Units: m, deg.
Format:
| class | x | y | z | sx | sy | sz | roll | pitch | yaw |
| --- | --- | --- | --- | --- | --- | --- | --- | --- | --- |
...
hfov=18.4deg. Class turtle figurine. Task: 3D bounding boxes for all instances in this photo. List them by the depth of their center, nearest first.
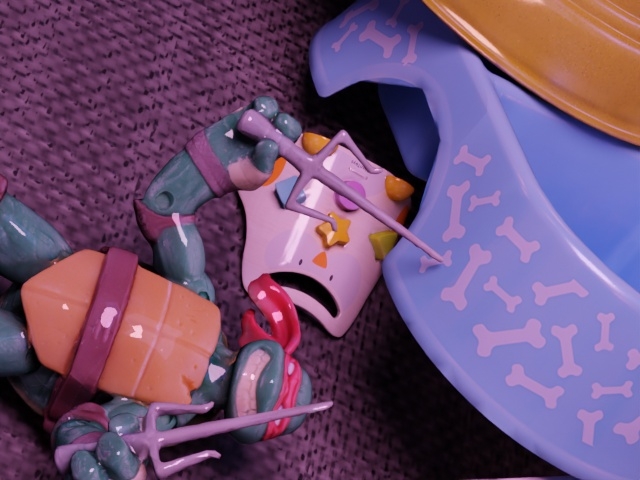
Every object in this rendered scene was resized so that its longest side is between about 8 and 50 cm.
| class | x | y | z | sx | sy | sz | roll | pitch | yaw |
| --- | --- | --- | --- | --- | --- | --- | --- | --- | --- |
| turtle figurine | -0.079 | 0.029 | 0.732 | 0.234 | 0.118 | 0.175 | 18 | 53 | -11 |

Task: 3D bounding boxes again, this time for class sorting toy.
| class | x | y | z | sx | sy | sz | roll | pitch | yaw |
| --- | --- | --- | --- | --- | --- | --- | --- | --- | --- |
| sorting toy | 0.000 | 0.000 | 0.867 | 0.083 | 0.045 | 0.075 | 27 | 69 | -19 |

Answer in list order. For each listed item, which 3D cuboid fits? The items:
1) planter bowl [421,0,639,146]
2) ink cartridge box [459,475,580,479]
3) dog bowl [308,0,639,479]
| class | x | y | z | sx | sy | sz | roll | pitch | yaw |
| --- | --- | --- | --- | --- | --- | --- | --- | --- | --- |
| planter bowl | 0.117 | -0.147 | 0.887 | 0.217 | 0.090 | 0.217 | 30 | 28 | -18 |
| ink cartridge box | 0.046 | 0.177 | 0.746 | 0.218 | 0.092 | 0.159 | 3 | 61 | -36 |
| dog bowl | 0.097 | -0.025 | 0.856 | 0.166 | 0.074 | 0.297 | 22 | 32 | -31 |
